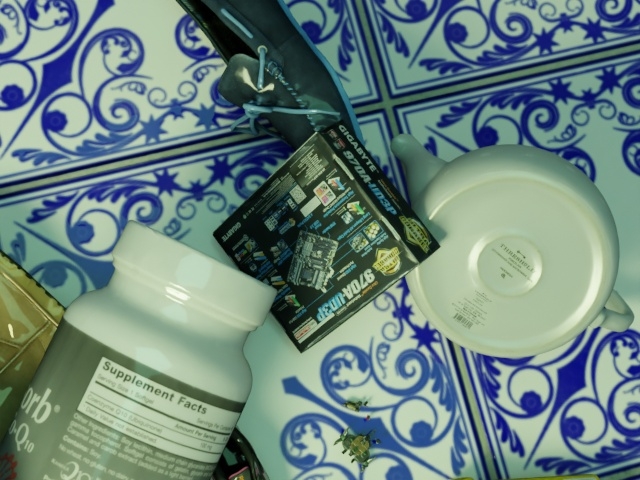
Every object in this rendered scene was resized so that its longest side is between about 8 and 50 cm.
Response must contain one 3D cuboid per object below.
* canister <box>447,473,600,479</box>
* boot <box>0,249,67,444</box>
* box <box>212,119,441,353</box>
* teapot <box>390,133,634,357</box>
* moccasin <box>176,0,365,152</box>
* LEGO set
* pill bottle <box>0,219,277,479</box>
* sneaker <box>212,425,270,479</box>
[{"bbox_3d":[0.233,0.327,1.342,0.170,0.073,0.126,-1,80,-9],"label":"canister"},{"bbox_3d":[-0.398,0.145,1.291,0.236,0.089,0.269,41,79,2],"label":"boot"},{"bbox_3d":[0.000,0.000,1.307,0.175,0.220,0.051,52,41,4],"label":"box"},{"bbox_3d":[0.217,0.000,1.353,0.252,0.187,0.256,-7,107,10],"label":"teapot"},{"bbox_3d":[-0.072,-0.189,1.380,0.117,0.138,0.342,-25,70,-25],"label":"moccasin"},{"bbox_3d":[0.043,0.225,1.367,0.054,0.023,0.083,17,65,-6],"label":"LEGO set"},{"bbox_3d":[-0.196,0.178,1.222,0.210,0.210,0.363,25,87,-2],"label":"pill bottle"},{"bbox_3d":[-0.085,0.272,1.310,0.072,0.077,0.178,-34,85,-11],"label":"sneaker"}]
